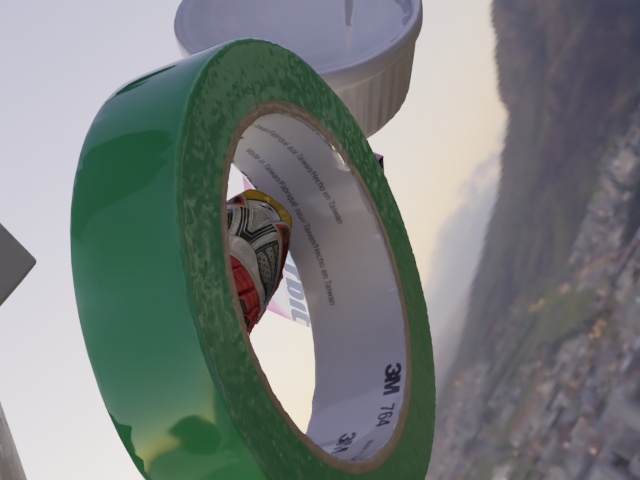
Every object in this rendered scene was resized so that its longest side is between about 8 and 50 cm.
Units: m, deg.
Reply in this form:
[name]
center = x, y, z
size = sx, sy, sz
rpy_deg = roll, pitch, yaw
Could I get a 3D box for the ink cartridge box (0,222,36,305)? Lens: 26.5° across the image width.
[ink cartridge box]
center = -0.412, -0.009, 1.406
size = 0.208, 0.153, 0.087
rpy_deg = 12, 58, 50

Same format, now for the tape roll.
[tape roll]
center = -0.028, 0.035, 0.860
size = 0.077, 0.321, 0.321
rpy_deg = -16, 16, 26

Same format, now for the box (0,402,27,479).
[box]
center = -0.107, 0.100, 0.404
size = 0.051, 0.175, 0.220
rpy_deg = -18, 17, -12

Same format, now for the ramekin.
[ramekin]
center = -0.019, -0.206, 1.510
size = 0.273, 0.273, 0.127
rpy_deg = -54, -31, -39

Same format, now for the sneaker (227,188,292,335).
[sneaker]
center = -0.068, 0.036, 0.934
size = 0.093, 0.088, 0.225
rpy_deg = -56, 5, -26

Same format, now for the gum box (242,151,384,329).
[gum box]
center = 0.000, 0.000, 1.167
size = 0.062, 0.107, 0.188
rpy_deg = -42, -39, -35
